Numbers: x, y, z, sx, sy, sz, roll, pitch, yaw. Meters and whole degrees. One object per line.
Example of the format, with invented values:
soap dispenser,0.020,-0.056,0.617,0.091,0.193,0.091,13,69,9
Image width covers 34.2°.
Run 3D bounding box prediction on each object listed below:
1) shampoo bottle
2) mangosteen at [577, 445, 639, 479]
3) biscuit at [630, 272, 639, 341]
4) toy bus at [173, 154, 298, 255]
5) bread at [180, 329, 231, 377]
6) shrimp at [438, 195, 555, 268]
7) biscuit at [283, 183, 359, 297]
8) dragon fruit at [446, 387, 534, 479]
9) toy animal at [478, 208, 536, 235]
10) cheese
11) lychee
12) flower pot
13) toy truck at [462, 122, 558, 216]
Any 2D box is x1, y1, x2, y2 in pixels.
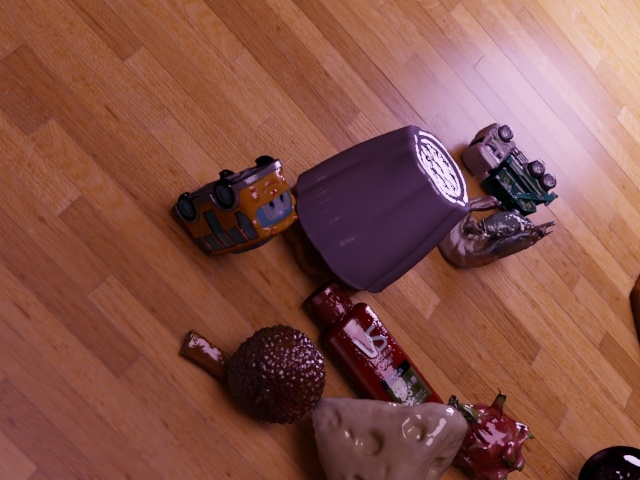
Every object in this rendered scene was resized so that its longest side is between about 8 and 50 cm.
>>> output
shampoo bottle,0.093,0.212,1.884,0.118,0.076,0.314,-39,95,-25
mangosteen,0.616,0.511,2.087,0.230,0.194,0.194,47,39,-58
biscuit,0.875,0.201,2.490,0.359,0.046,0.359,16,60,-31
toy bus,-0.136,-0.051,1.756,0.126,0.209,0.136,-35,103,-42
bread,-0.188,0.187,1.716,0.083,0.036,0.047,36,56,-16
shrimp,0.361,-0.027,2.146,0.251,0.052,0.144,-12,85,-13
biscuit,0.003,-0.001,1.941,0.144,0.040,0.236,-32,91,-37
dragon fruit,0.299,0.351,1.922,0.137,0.135,0.236,-49,119,-33
toy animal,0.348,-0.042,2.203,0.252,0.070,0.079,17,40,-19
cheese,0.120,0.378,1.723,0.173,0.251,0.248,23,62,-71
lychee,-0.072,0.224,1.700,0.165,0.165,0.197,45,33,-12
flower pot,0.128,-0.068,1.882,0.265,0.243,0.265,42,30,-32
toy truck,0.405,-0.141,2.258,0.216,0.110,0.116,49,61,-9
